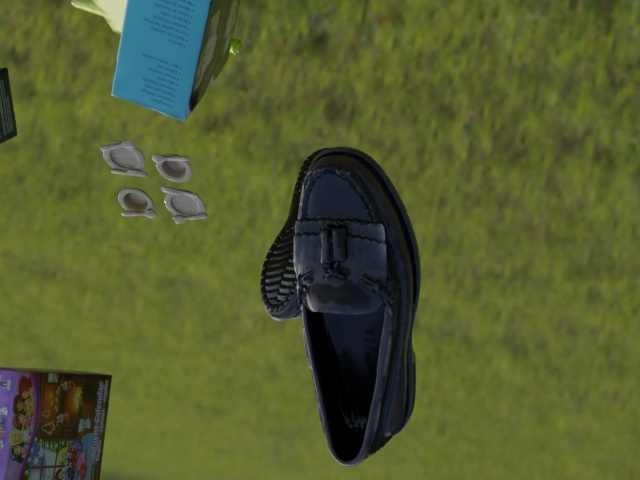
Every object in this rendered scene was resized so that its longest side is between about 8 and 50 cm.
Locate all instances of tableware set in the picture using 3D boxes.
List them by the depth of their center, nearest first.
[{"bbox_3d":[-0.246,-0.084,2.254,0.141,0.020,0.168,4,136,16],"label":"tableware set"}]

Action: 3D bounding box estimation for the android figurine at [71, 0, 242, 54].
[{"bbox_3d":[-0.220,-0.303,1.947,0.273,0.056,0.248,23,162,24],"label":"android figurine"}]

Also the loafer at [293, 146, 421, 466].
[{"bbox_3d":[0.031,0.068,1.389,0.109,0.302,0.095,4,-152,23],"label":"loafer"}]

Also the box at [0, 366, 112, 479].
[{"bbox_3d":[-0.340,0.300,1.823,0.057,0.293,0.201,4,176,26],"label":"box"}]

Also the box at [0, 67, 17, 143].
[{"bbox_3d":[-0.480,-0.150,1.854,0.156,0.093,0.158,1,-161,22],"label":"box"}]

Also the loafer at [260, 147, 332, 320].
[{"bbox_3d":[0.000,0.000,1.772,0.080,0.220,0.078,-3,149,47],"label":"loafer"}]

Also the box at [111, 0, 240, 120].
[{"bbox_3d":[-0.083,-0.212,1.054,0.060,0.100,0.244,20,128,5],"label":"box"}]
